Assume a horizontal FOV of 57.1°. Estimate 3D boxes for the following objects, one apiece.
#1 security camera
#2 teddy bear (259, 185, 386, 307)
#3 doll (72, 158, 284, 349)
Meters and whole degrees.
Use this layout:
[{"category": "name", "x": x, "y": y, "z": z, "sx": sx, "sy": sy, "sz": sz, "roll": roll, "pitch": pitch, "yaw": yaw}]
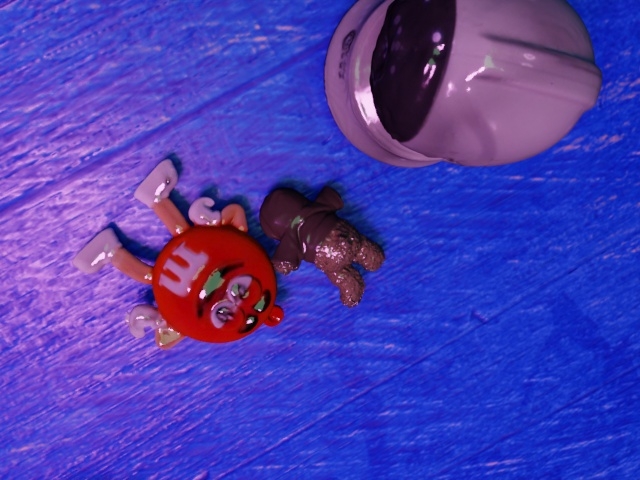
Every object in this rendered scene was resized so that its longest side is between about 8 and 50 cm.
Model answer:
[{"category": "security camera", "x": 0.119, "y": -0.151, "z": 0.540, "sx": 0.191, "sy": 0.277, "sz": 0.197, "roll": 11, "pitch": 103, "yaw": -16}, {"category": "teddy bear", "x": 0.005, "y": 0.000, "z": 0.655, "sx": 0.160, "sy": 0.078, "sz": 0.119, "roll": 37, "pitch": 68, "yaw": -12}, {"category": "doll", "x": -0.138, "y": 0.040, "z": 0.641, "sx": 0.217, "sy": 0.085, "sz": 0.183, "roll": 42, "pitch": 92, "yaw": -9}]
